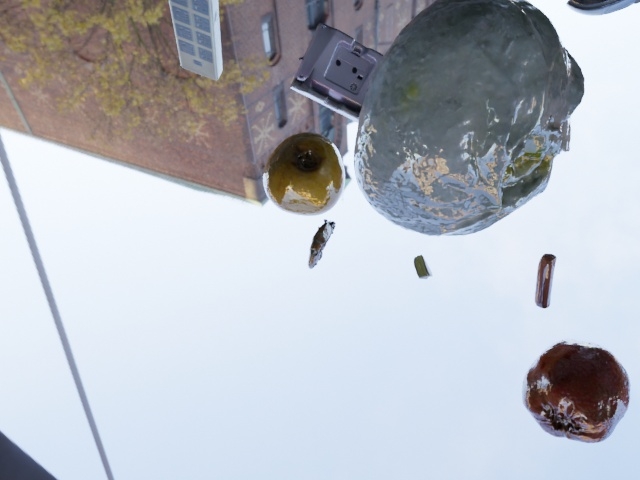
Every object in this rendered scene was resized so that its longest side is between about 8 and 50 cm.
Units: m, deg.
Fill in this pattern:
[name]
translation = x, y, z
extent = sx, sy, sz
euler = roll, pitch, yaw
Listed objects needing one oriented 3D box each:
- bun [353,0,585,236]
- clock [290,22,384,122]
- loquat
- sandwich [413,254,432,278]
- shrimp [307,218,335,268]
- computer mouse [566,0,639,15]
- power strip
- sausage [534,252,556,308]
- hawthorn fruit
[bun]
translation = 0.218, -0.152, 0.681
extent = 0.362, 0.361, 0.211
euler = -32, -131, -28
[clock]
translation = 0.061, -0.449, 1.323
extent = 0.254, 0.186, 0.083
euler = 22, -170, -16
[loquat]
translation = -0.048, -0.204, 1.575
extent = 0.275, 0.274, 0.274
euler = -3, -139, 2
[sandwich]
translation = 0.266, 0.079, 1.253
extent = 0.031, 0.083, 0.044
euler = -20, -150, 28
[shrimp]
translation = 0.000, 0.000, 1.205
extent = 0.043, 0.091, 0.184
euler = 19, -137, 8
[computer mouse]
translation = 0.748, -0.615, 1.230
extent = 0.231, 0.071, 0.126
euler = 8, -160, 41
[power strip]
translation = -0.288, -0.503, 1.126
extent = 0.106, 0.367, 0.043
euler = 21, -111, -1
[sausage]
translation = 0.481, 0.090, 1.039
extent = 0.035, 0.146, 0.030
euler = -34, -140, -31
[hawthorn fruit]
translation = 0.560, 0.308, 1.054
extent = 0.205, 0.204, 0.253
euler = 25, -136, 30
